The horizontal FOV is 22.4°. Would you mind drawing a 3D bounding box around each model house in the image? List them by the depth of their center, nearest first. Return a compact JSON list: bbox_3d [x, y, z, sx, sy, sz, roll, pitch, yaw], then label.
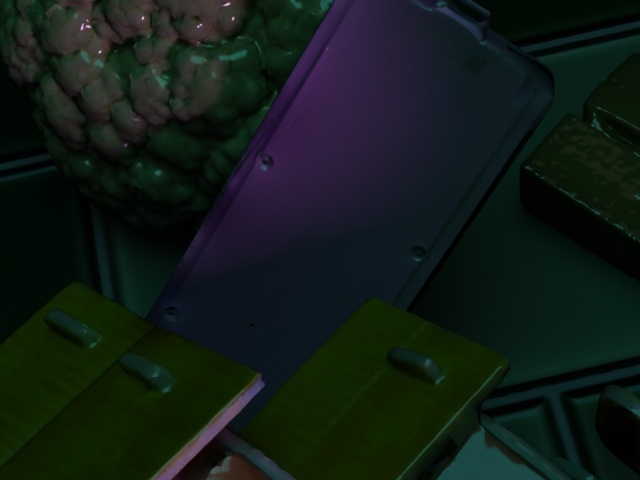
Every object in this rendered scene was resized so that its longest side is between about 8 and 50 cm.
[{"bbox_3d":[-0.034,0.105,0.648,0.324,0.340,0.300,36,71,23],"label":"model house"}]

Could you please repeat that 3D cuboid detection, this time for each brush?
[{"bbox_3d":[0.228,-0.001,0.860,0.233,0.047,0.103,36,68,23],"label":"brush"}]

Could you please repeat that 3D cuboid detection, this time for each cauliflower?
[{"bbox_3d":[-0.031,-0.131,0.886,0.272,0.275,0.250,5,23,29],"label":"cauliflower"}]

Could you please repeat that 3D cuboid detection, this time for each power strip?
[{"bbox_3d":[0.000,0.000,0.774,0.109,0.279,0.037,31,22,-4],"label":"power strip"}]
